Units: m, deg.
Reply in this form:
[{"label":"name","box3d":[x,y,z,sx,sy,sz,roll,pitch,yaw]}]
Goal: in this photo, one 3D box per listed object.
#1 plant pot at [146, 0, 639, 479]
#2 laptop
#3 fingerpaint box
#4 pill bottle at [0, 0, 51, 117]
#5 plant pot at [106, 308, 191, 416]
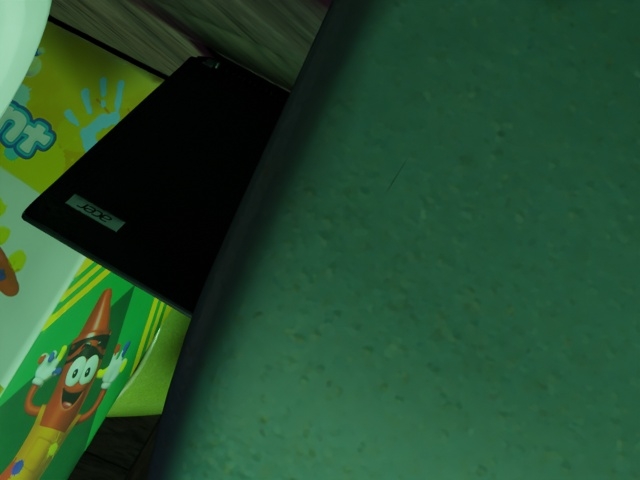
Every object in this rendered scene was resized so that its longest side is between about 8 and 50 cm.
[{"label":"plant pot","box3d":[0.069,0.078,0.554,0.248,0.252,0.247,30,175,5]},{"label":"laptop","box3d":[0.003,0.010,0.970,0.234,0.136,0.264,30,176,14]},{"label":"fingerpaint box","box3d":[-0.333,-0.020,1.319,0.445,0.371,0.163,27,173,24]},{"label":"pill bottle","box3d":[-0.298,-0.155,0.813,0.323,0.181,0.181,29,175,16]},{"label":"plant pot","box3d":[-0.118,0.066,1.809,0.293,0.275,0.275,14,-173,-39]}]
